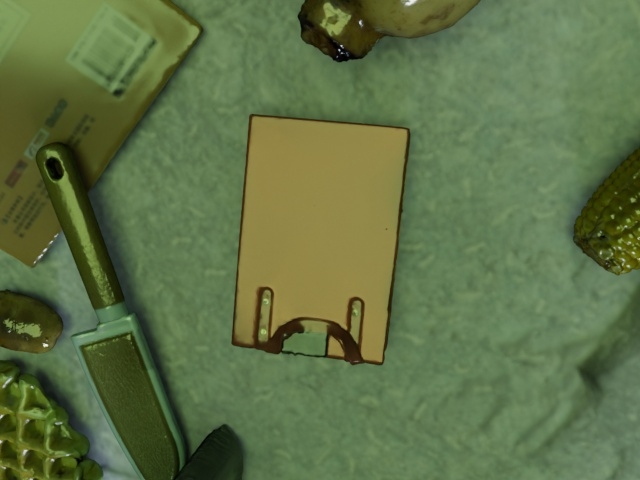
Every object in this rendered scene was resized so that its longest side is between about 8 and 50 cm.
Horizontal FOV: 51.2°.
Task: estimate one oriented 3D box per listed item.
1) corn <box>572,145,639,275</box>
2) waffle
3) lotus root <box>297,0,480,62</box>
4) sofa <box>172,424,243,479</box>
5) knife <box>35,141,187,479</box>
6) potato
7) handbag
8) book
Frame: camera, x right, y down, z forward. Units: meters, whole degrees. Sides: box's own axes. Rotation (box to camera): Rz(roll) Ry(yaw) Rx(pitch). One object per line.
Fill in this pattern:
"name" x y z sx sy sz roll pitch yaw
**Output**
"corn" 0.280 -0.066 0.471 0.231 0.080 0.080 -44 90 12
"waffle" -0.294 0.209 0.625 0.169 0.036 0.183 -36 90 15
"lotus root" 0.073 -0.251 0.443 0.160 0.146 0.284 38 106 19
"sofa" -0.047 0.294 0.517 0.225 0.210 0.176 24 100 8
"knife" -0.183 0.085 0.582 0.061 0.027 0.343 -17 103 3
"potato" -0.271 0.073 0.597 0.083 0.040 0.051 15 106 7
"handbag" 0.000 0.000 0.537 0.127 0.063 0.190 6 96 7
"book" -0.323 -0.179 0.511 0.389 0.032 0.269 37 102 -18
